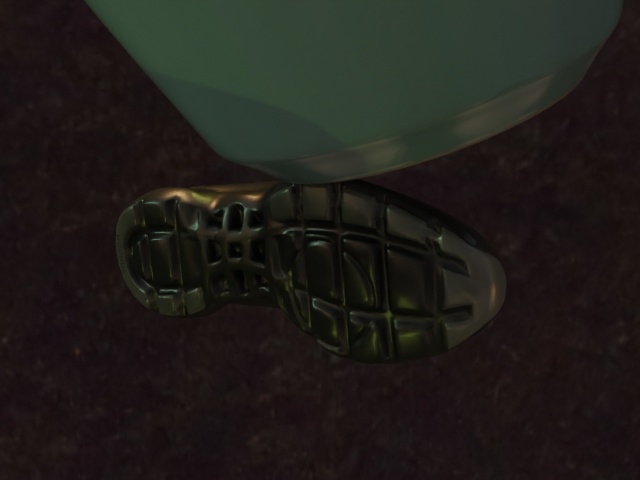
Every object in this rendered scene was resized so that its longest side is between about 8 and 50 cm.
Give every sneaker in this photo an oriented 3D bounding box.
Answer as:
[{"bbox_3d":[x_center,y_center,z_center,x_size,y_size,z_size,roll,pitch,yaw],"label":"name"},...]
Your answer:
[{"bbox_3d":[0.000,0.000,0.698,0.267,0.101,0.106,9,18,41],"label":"sneaker"}]

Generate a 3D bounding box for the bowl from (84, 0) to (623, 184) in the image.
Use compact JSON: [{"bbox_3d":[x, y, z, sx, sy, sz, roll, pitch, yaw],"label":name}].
[{"bbox_3d":[0.031,-0.137,0.626,0.312,0.163,0.311,-19,16,6],"label":"bowl"}]
